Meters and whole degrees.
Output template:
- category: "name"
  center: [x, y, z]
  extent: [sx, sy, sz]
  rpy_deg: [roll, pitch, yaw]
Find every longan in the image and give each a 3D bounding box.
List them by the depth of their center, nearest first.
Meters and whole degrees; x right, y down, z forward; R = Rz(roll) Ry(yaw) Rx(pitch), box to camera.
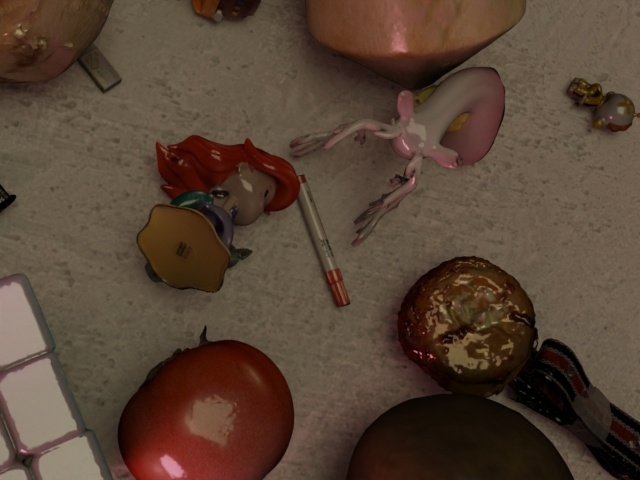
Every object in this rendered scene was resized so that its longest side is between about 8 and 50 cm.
- category: "longan"
  center: [0.194, 0.427, 1.252]
  extent: [0.405, 0.336, 0.404]
  rpy_deg: [1, 95, 7]

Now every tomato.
- category: "tomato"
  center: [-0.160, 0.263, 1.214]
  extent: [0.256, 0.256, 0.224]
  rpy_deg: [-39, 78, -21]

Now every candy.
- category: "candy"
  center: [-0.193, 0.031, 1.355]
  extent: [0.175, 0.043, 0.045]
  rpy_deg: [-14, 48, -22]

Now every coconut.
- category: "coconut"
  center: [-0.452, -0.359, 1.217]
  extent: [0.297, 0.297, 0.254]
  rpy_deg: [-31, 88, -22]
- category: "coconut"
  center: [0.150, -0.449, 1.412]
  extent: [0.345, 0.415, 0.415]
  rpy_deg: [-39, 93, -39]

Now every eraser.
- category: "eraser"
  center: [-0.365, -0.285, 1.371]
  extent: [0.038, 0.019, 0.083]
  rpy_deg: [-40, 94, -20]

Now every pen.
- category: "pen"
  center: [0.000, 0.000, 1.436]
  extent: [0.028, 0.028, 0.239]
  rpy_deg: [-18, 85, -21]

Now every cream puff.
- category: "cream puff"
  center: [0.246, 0.149, 1.421]
  extent: [0.240, 0.164, 0.239]
  rpy_deg: [5, 66, -12]

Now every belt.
- category: "belt"
  center: [0.475, 0.310, 1.487]
  extent: [0.360, 0.126, 0.094]
  rpy_deg: [39, 58, -13]

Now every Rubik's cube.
- category: "Rubik's cube"
  center: [-0.472, 0.256, 1.069]
  extent: [0.319, 0.322, 0.315]
  rpy_deg: [-22, 86, -23]

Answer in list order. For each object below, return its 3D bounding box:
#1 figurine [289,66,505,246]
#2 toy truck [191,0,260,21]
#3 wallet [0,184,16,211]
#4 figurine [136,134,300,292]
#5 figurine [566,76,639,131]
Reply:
- category: "figurine"
  center: [0.150, -0.153, 1.424]
  extent: [0.316, 0.284, 0.206]
  rpy_deg: [-21, 82, -48]
- category: "toy truck"
  center: [-0.222, -0.471, 1.408]
  extent: [0.271, 0.114, 0.135]
  rpy_deg: [19, 70, -14]
- category: "wallet"
  center: [-0.619, -0.071, 1.225]
  extent: [0.262, 0.071, 0.221]
  rpy_deg: [-39, 98, -18]
- category: "figurine"
  center: [-0.165, -0.067, 1.309]
  extent: [0.257, 0.208, 0.180]
  rpy_deg: [-58, 142, -47]
- category: "figurine"
  center: [0.561, -0.275, 1.666]
  extent: [0.101, 0.068, 0.143]
  rpy_deg: [-28, 73, -29]
